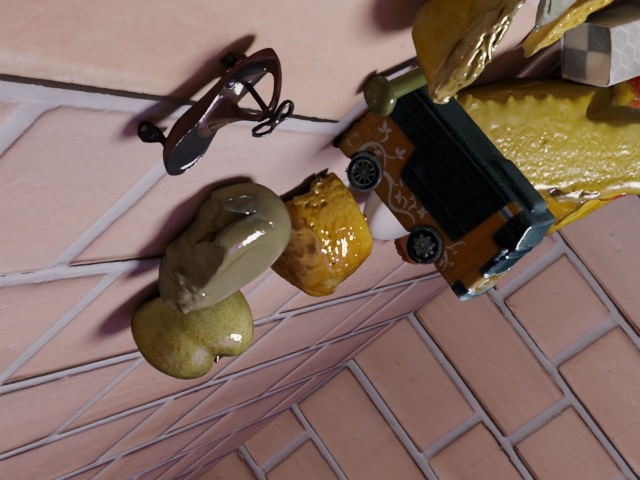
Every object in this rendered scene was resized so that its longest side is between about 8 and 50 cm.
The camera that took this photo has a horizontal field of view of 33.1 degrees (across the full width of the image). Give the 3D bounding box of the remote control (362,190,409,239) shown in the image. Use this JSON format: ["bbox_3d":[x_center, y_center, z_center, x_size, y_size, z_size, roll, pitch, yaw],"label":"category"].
[{"bbox_3d":[0.188,-0.098,1.779,0.332,0.103,0.221,-18,152,-53],"label":"remote control"}]

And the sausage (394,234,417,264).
[{"bbox_3d":[0.267,-0.067,2.142,0.094,0.097,0.348,-14,157,-42],"label":"sausage"}]

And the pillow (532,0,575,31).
[{"bbox_3d":[0.315,-0.341,1.288,0.148,0.050,0.229,-48,170,-2],"label":"pillow"}]

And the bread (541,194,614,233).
[{"bbox_3d":[0.527,-0.165,2.217,0.398,0.215,0.398,-30,170,-6],"label":"bread"}]

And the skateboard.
[{"bbox_3d":[-0.090,-0.115,1.004,0.151,0.080,0.067,-41,161,12],"label":"skateboard"}]

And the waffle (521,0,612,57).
[{"bbox_3d":[0.391,-0.336,1.599,0.191,0.032,0.125,-24,162,-39],"label":"waffle"}]

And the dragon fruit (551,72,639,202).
[{"bbox_3d":[0.497,-0.202,1.831,0.269,0.250,0.291,-38,-177,19],"label":"dragon fruit"}]

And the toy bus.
[{"bbox_3d":[0.168,-0.071,1.422,0.167,0.275,0.138,-43,166,24],"label":"toy bus"}]

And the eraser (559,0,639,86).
[{"bbox_3d":[0.553,-0.341,1.721,0.404,0.098,0.096,-22,118,-33],"label":"eraser"}]

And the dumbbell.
[{"bbox_3d":[0.108,-0.195,1.329,0.118,0.046,0.052,-29,161,-30],"label":"dumbbell"}]

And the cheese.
[{"bbox_3d":[-0.116,0.000,1.356,0.175,0.091,0.202,-28,164,-30],"label":"cheese"}]

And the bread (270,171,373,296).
[{"bbox_3d":[0.000,0.000,1.595,0.143,0.139,0.229,-41,171,-14],"label":"bread"}]

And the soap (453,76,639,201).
[{"bbox_3d":[0.336,-0.134,1.565,0.339,0.304,0.169,-22,118,-52],"label":"soap"}]

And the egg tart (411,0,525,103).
[{"bbox_3d":[0.173,-0.258,1.146,0.232,0.098,0.252,-51,179,-27],"label":"egg tart"}]

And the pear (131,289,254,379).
[{"bbox_3d":[-0.180,0.122,1.530,0.167,0.136,0.167,-34,-174,4],"label":"pear"}]
